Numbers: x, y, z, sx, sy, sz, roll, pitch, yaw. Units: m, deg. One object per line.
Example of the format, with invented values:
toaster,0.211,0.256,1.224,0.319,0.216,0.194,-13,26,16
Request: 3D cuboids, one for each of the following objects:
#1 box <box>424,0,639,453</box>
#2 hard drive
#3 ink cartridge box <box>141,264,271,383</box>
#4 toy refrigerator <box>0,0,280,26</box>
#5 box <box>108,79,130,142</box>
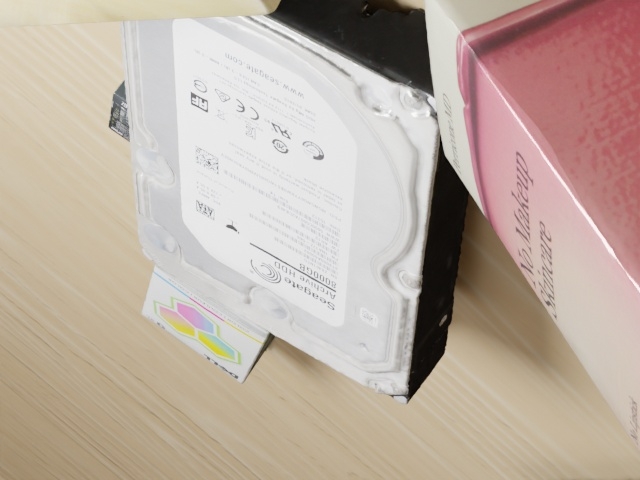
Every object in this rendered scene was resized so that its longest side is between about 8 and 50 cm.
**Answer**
box,0.158,-0.024,0.882,0.232,0.127,0.148,59,171,32
hard drive,-0.019,-0.048,1.247,0.237,0.064,0.339,29,150,17
ink cartridge box,-0.088,0.056,1.615,0.109,0.062,0.209,34,158,2
toy refrigerator,-0.128,-0.184,1.079,0.270,0.102,0.094,3,148,38
box,-0.120,-0.081,1.446,0.083,0.018,0.067,34,158,4
